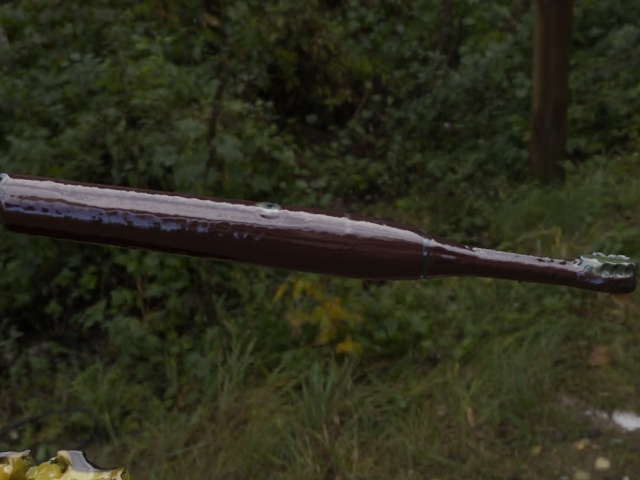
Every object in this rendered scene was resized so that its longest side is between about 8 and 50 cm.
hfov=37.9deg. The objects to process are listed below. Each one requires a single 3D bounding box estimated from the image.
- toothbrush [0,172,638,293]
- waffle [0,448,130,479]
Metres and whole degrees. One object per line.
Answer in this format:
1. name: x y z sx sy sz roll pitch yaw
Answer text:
1. toothbrush: 0.000 0.001 0.527 0.364 0.040 0.041 7 24 -1
2. waffle: -0.242 0.233 0.666 0.312 0.060 0.307 -7 22 -29
